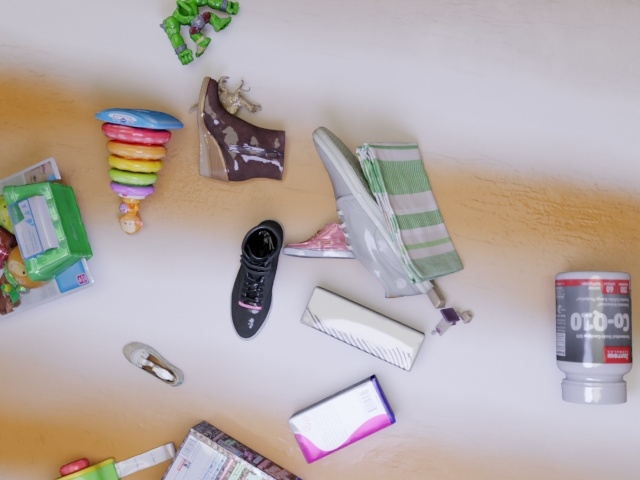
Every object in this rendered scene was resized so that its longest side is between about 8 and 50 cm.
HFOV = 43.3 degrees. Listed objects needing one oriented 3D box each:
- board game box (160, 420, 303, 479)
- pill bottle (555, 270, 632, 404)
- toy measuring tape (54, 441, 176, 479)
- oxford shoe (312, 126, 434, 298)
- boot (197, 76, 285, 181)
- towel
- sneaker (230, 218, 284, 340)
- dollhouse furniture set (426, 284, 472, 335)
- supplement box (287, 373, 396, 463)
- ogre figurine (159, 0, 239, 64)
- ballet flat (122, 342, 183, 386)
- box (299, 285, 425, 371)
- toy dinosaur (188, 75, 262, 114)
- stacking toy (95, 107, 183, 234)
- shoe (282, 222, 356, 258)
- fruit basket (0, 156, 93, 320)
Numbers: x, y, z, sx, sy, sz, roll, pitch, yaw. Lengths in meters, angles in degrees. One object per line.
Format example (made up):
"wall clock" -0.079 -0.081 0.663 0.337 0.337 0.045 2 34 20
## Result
"board game box" -0.214 0.588 1.830 0.291 0.141 0.232 30 89 7
"pill bottle" 0.602 0.212 1.778 0.161 0.161 0.283 0 85 5
"toy measuring tape" -0.502 0.547 1.874 0.330 0.121 0.121 -20 84 3
"oxford shoe" 0.095 -0.051 1.826 0.130 0.169 0.449 -30 97 17
"boot" -0.187 -0.263 1.922 0.206 0.090 0.248 0 100 -3
"towel" 0.208 -0.069 1.809 0.038 0.248 0.325 -26 81 35
"sneaker" -0.156 0.088 1.865 0.104 0.147 0.296 14 88 4
"dollhouse furniture set" 0.279 0.163 1.889 0.081 0.091 0.114 -55 53 38
"supplement box" 0.049 0.404 1.837 0.220 0.114 0.111 -25 84 1
"ogre figurine" -0.299 -0.532 1.956 0.118 0.097 0.197 43 101 -4
"ballet flat" -0.399 0.292 1.916 0.168 0.052 0.057 27 88 7
"box" 0.098 0.200 1.851 0.275 0.113 0.094 23 89 8
"toy dinosaur" -0.235 -0.347 1.955 0.183 0.053 0.093 2 87 5
"stacking toy" -0.447 -0.160 1.927 0.175 0.166 0.302 12 101 15
"shoe" 0.000 0.000 1.902 0.178 0.063 0.081 2 84 0
"fruit basket" -0.740 0.010 1.918 0.353 0.165 0.327 -19 84 7
